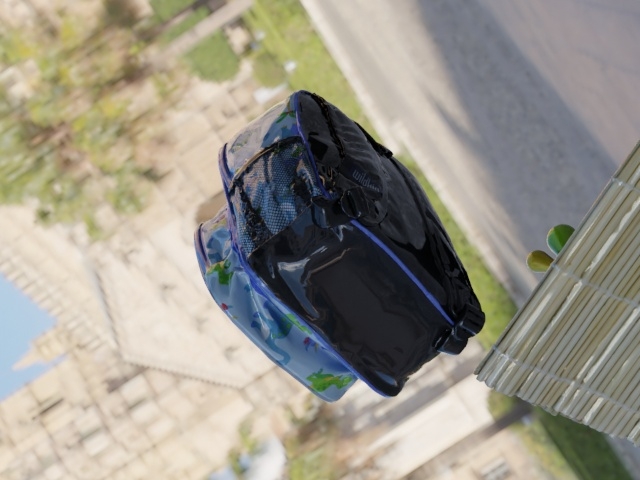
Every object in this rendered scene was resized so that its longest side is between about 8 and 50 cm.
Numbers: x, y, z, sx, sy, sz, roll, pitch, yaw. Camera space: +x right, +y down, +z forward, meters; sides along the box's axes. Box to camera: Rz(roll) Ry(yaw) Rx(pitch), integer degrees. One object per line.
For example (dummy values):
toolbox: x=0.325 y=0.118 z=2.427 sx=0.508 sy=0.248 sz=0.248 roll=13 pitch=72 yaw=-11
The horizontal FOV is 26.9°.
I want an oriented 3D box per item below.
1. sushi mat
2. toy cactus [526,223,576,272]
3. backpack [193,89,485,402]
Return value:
sushi mat: x=0.235 y=-0.007 z=0.817 sx=0.151 sy=0.316 sz=0.019 roll=21 pitch=-156 yaw=-24
toy cactus: x=0.234 y=0.073 z=1.172 sx=0.180 sy=0.112 sz=0.218 roll=33 pitch=-136 yaw=-62
backpack: x=0.000 y=0.000 z=0.546 sx=0.105 sy=0.084 sz=0.114 roll=42 pitch=-160 yaw=-34
